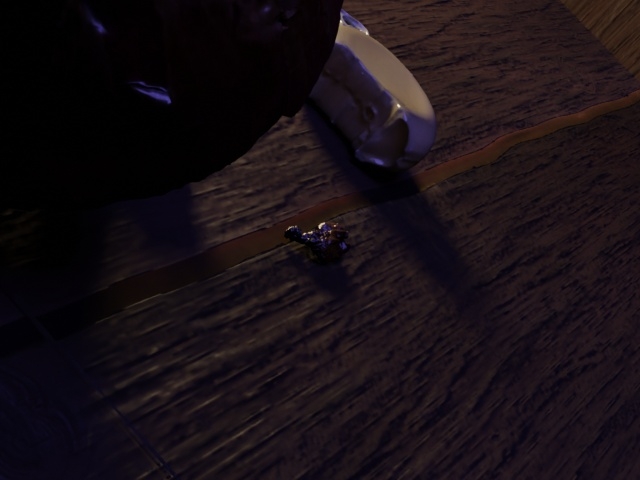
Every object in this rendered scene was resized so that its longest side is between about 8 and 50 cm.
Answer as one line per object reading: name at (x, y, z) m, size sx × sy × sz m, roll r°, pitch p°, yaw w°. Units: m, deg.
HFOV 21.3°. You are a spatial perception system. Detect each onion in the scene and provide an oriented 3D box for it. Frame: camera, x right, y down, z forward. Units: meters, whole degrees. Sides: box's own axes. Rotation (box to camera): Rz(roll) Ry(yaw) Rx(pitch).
onion at (-0.157, -0.163, 1.115) m, size 0.348 × 0.348 × 0.385 m, roll 49°, pitch -16°, yaw 11°

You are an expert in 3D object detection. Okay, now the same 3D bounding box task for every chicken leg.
chicken leg at (0.002, 0.001, 1.409) m, size 0.083 × 0.021 × 0.036 m, roll -6°, pitch 64°, yaw -57°

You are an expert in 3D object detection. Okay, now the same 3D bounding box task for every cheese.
cheese at (0.054, -0.157, 1.722) m, size 0.163 × 0.071 × 0.249 m, roll 42°, pitch 21°, yaw -5°
